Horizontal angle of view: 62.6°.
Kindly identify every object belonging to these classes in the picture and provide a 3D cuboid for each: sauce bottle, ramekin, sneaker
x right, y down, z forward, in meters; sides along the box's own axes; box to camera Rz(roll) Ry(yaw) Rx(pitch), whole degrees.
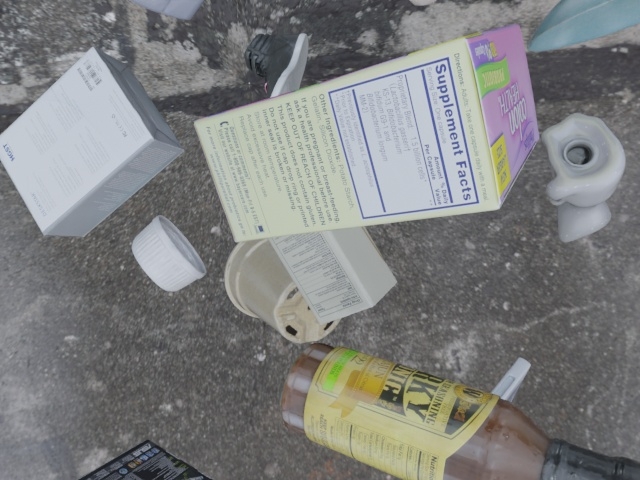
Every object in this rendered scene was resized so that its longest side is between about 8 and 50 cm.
[{"bbox_3d":[0.127,0.195,0.527,0.345,0.111,0.111,11,108,27],"label":"sauce bottle"},{"bbox_3d":[-0.419,0.043,1.443,0.109,0.207,0.207,-37,108,-1],"label":"ramekin"},{"bbox_3d":[-0.132,-0.420,1.346,0.147,0.295,0.104,8,149,10],"label":"sneaker"}]

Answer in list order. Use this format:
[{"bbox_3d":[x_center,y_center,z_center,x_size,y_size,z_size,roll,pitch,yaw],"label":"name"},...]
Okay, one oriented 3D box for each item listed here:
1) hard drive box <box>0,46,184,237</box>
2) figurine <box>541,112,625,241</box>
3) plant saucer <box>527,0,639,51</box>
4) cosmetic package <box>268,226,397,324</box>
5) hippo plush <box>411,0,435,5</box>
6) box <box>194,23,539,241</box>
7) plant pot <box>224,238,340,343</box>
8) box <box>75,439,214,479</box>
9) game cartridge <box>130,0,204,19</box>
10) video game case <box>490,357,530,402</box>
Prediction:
[{"bbox_3d":[-0.360,-0.144,0.812,0.232,0.089,0.181,-36,79,12],"label":"hard drive box"},{"bbox_3d":[0.362,-0.085,0.610,0.215,0.092,0.209,-31,148,13],"label":"figurine"},{"bbox_3d":[0.307,-0.246,0.533,0.195,0.195,0.037,-15,95,-3],"label":"plant saucer"},{"bbox_3d":[0.000,0.000,1.071,0.160,0.113,0.309,-26,97,42],"label":"cosmetic package"},{"bbox_3d":[0.183,-0.648,1.046,0.237,0.234,0.294,6,71,-33],"label":"hippo plush"},{"bbox_3d":[0.054,-0.101,0.487,0.243,0.213,0.117,-6,109,32],"label":"box"},{"bbox_3d":[-0.088,0.149,1.602,0.334,0.305,0.333,-10,113,-24],"label":"plant pot"},{"bbox_3d":[-0.313,0.464,0.892,0.216,0.270,0.060,21,102,21],"label":"box"},{"bbox_3d":[-0.237,-0.425,0.701,0.196,0.294,0.060,-43,66,19],"label":"game cartridge"},{"bbox_3d":[0.224,0.285,0.755,0.183,0.023,0.201,-27,139,-43],"label":"video game case"}]
